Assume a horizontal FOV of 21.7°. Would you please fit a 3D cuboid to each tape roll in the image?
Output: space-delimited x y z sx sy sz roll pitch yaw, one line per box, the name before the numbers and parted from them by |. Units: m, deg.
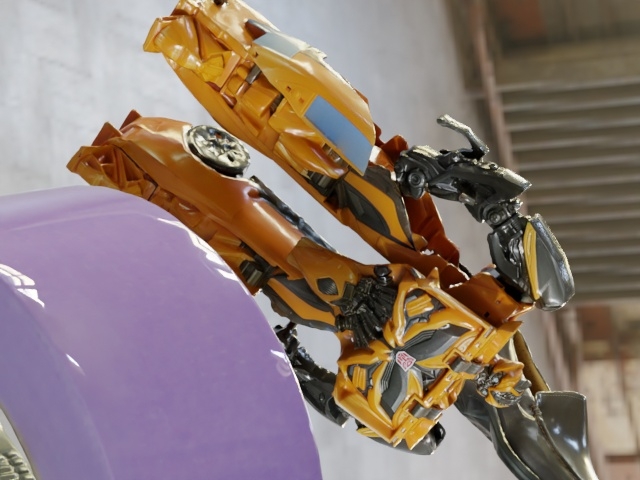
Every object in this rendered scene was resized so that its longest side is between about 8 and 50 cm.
tape roll | -0.094 0.080 0.521 0.080 0.189 0.189 -14 100 -49

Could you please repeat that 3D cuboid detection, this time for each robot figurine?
robot figurine | 0.000 0.000 0.963 0.211 0.291 0.085 -54 170 33

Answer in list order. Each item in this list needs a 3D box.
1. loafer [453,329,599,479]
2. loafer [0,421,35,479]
loafer | 0.134 0.112 0.993 0.062 0.061 0.170 43 4 -47
loafer | -0.251 0.148 1.107 0.251 0.094 0.087 -129 -140 -52
